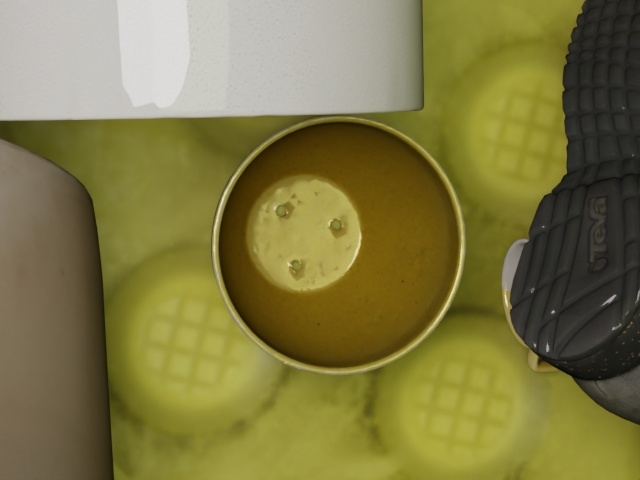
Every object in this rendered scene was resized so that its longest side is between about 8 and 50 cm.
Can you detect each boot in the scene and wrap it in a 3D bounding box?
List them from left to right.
[{"bbox_3d":[0.230,-0.021,1.074,0.223,0.118,0.338,40,64,-35],"label":"boot"}]

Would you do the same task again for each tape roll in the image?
[{"bbox_3d":[-0.071,-0.144,0.926,0.246,0.246,0.169,-1,95,-13],"label":"tape roll"}]

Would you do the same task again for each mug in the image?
[{"bbox_3d":[0.142,0.031,1.089,0.064,0.078,0.062,-6,62,-21],"label":"mug"}]

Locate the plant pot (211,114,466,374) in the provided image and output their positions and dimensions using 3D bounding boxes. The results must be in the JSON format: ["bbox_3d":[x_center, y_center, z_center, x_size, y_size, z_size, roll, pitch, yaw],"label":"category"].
[{"bbox_3d":[0.000,0.000,1.028,0.134,0.095,0.134,-1,94,-13],"label":"plant pot"}]

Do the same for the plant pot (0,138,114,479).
[{"bbox_3d":[-0.222,0.095,0.901,0.323,0.323,0.280,14,75,-13],"label":"plant pot"}]
